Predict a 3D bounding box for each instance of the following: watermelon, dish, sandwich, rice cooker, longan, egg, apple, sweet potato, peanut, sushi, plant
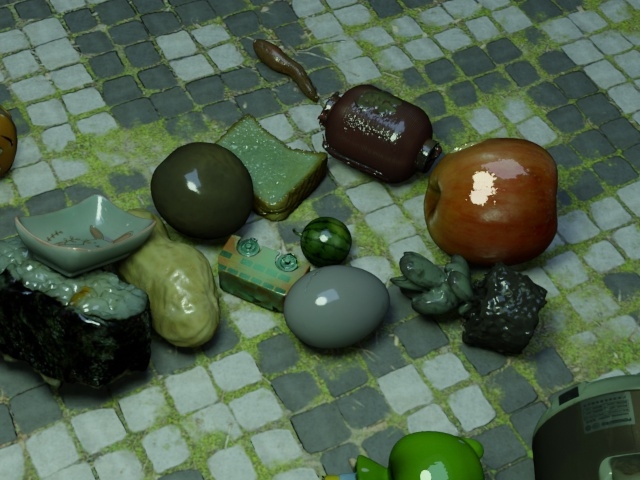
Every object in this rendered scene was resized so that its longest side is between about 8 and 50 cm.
[{"bbox_3d":[0.006,0.003,1.974,0.109,0.109,0.109,2,52,-2],"label":"watermelon"},{"bbox_3d":[-0.404,-0.003,1.792,0.151,0.077,0.212,24,25,25],"label":"dish"},{"bbox_3d":[-0.118,-0.146,2.102,0.215,0.065,0.186,32,56,21],"label":"sandwich"},{"bbox_3d":[0.481,0.396,1.543,0.335,0.335,0.325,4,50,0],"label":"rice cooker"},{"bbox_3d":[-0.218,-0.094,1.949,0.198,0.212,0.198,-2,78,8],"label":"longan"},{"bbox_3d":[0.030,0.116,1.851,0.199,0.146,0.146,-9,51,-30],"label":"egg"},{"bbox_3d":[0.318,-0.075,1.963,0.241,0.242,0.242,-2,52,0],"label":"apple"},{"bbox_3d":[-0.069,-0.373,2.299,0.050,0.050,0.214,-37,68,-28],"label":"sweet potato"},{"bbox_3d":[-0.276,0.059,1.886,0.148,0.147,0.319,-25,54,-21],"label":"peanut"},{"bbox_3d":[-0.445,0.124,1.794,0.350,0.170,0.211,25,27,20],"label":"sushi"},{"bbox_3d":[0.263,0.095,1.882,0.275,0.146,0.149,21,56,13],"label":"plant"}]

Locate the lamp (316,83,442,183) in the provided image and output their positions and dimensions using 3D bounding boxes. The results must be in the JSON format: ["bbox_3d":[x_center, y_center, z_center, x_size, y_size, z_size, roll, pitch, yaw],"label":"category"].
[{"bbox_3d":[0.118,-0.207,2.097,0.258,0.180,0.180,28,55,17],"label":"lamp"}]

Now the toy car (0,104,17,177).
[{"bbox_3d":[-0.753,-0.205,2.008,0.341,0.271,0.240,34,39,22],"label":"toy car"}]

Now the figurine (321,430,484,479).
[{"bbox_3d":[0.136,0.388,1.656,0.263,0.143,0.162,-9,46,3],"label":"figurine"}]

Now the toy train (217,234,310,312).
[{"bbox_3d":[-0.104,0.062,1.932,0.188,0.072,0.099,22,53,13],"label":"toy train"}]
